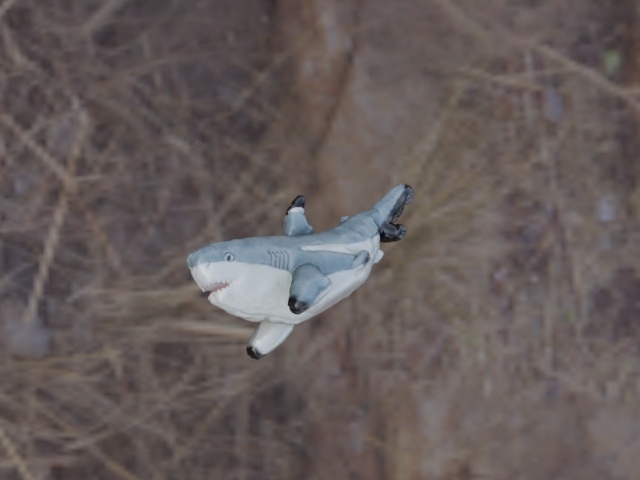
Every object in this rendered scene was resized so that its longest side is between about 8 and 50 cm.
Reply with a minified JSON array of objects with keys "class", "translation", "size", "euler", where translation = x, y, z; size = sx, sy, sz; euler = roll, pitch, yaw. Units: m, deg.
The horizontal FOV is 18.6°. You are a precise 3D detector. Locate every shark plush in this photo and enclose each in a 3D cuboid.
[{"class":"shark plush","translation":[0.000,0.000,1.146],"size":[0.161,0.073,0.067],"euler":[-34,80,-24]}]
